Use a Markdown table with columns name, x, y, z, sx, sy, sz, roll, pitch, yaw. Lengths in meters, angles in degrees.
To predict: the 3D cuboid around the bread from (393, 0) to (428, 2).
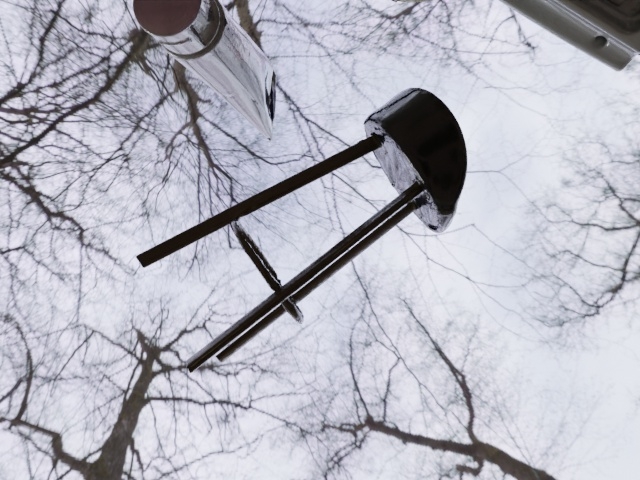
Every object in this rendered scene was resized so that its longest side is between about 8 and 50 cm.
| name | x | y | z | sx | sy | sz | roll | pitch | yaw |
| --- | --- | --- | --- | --- | --- | --- | --- | --- | --- |
| bread | 0.071 | -0.286 | 0.595 | 0.094 | 0.157 | 0.083 | -58 | -31 | -9 |

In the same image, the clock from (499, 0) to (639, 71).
| name | x | y | z | sx | sy | sz | roll | pitch | yaw |
| --- | --- | --- | --- | --- | --- | --- | --- | --- | --- |
| clock | 0.301 | -0.335 | 0.659 | 0.231 | 0.116 | 0.262 | 32 | -52 | 1 |

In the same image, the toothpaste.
| name | x | y | z | sx | sy | sz | roll | pitch | yaw |
| --- | --- | --- | --- | --- | --- | --- | --- | --- | --- |
| toothpaste | -0.092 | -0.184 | 0.674 | 0.066 | 0.323 | 0.100 | 0 | -93 | 12 |

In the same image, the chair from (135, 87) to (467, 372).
| name | x | y | z | sx | sy | sz | roll | pitch | yaw |
| --- | --- | --- | --- | --- | --- | --- | --- | --- | --- |
| chair | 0.000 | -0.001 | 0.428 | 0.222 | 0.104 | 0.095 | -37 | -36 | 0 |
